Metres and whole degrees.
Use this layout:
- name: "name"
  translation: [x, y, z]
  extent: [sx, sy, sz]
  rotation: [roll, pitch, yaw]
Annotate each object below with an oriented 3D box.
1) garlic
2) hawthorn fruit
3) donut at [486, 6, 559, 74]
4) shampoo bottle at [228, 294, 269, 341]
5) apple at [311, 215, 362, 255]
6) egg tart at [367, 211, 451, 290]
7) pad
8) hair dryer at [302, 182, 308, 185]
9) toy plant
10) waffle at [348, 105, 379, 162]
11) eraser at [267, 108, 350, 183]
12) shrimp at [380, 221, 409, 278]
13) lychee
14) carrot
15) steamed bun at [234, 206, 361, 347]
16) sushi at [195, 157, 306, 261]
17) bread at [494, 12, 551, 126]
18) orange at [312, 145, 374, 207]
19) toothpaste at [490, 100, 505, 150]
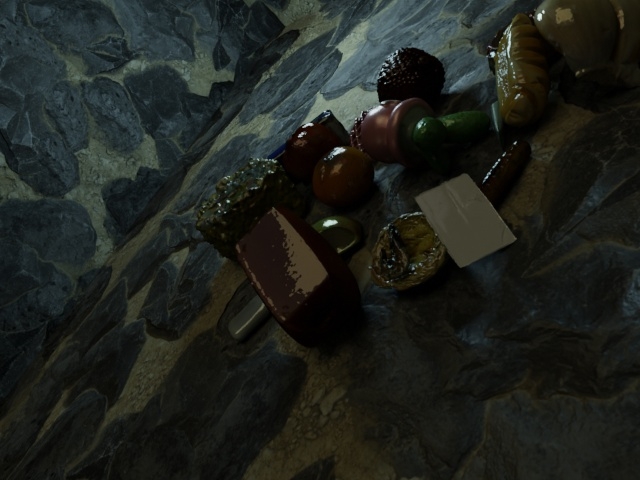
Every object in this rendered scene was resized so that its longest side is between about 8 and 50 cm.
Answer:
- name: "garlic"
  translation: [0.692, -0.531, 1.399]
  extent: [0.286, 0.249, 0.313]
  rotation: [-5, 46, 10]
- name: "hawthorn fruit"
  translation: [-0.003, -0.308, 2.000]
  extent: [0.224, 0.260, 0.224]
  rotation: [19, -90, -82]
- name: "donut"
  translation: [0.639, -0.615, 1.695]
  extent: [0.269, 0.103, 0.270]
  rotation: [-30, 35, 24]
- name: "shampoo bottle"
  translation: [-0.201, 0.221, 1.744]
  extent: [0.221, 0.051, 0.108]
  rotation: [-45, 28, 1]
- name: "apple"
  translation: [0.000, 0.000, 1.714]
  extent: [0.265, 0.120, 0.193]
  rotation: [-35, 20, 12]
- name: "egg tart"
  translation: [0.240, 0.033, 1.400]
  extent: [0.252, 0.098, 0.232]
  rotation: [-33, 41, 27]
- name: "pad"
  translation: [0.345, -0.054, 1.323]
  extent: [0.156, 0.004, 0.232]
  rotation: [-26, 59, -2]
- name: "hair dryer"
  translation: [-0.042, -0.256, 2.153]
  extent: [0.083, 0.047, 0.026]
  rotation: [-38, 33, -28]
- name: "toy plant"
  translation: [0.279, -0.315, 1.634]
  extent: [0.317, 0.211, 0.356]
  rotation: [-15, 24, -38]
- name: "waffle"
  translation: [0.171, -0.383, 1.972]
  extent: [0.234, 0.055, 0.221]
  rotation: [34, 104, 60]
- name: "eraser"
  translation: [-0.044, -0.363, 2.171]
  extent: [0.332, 0.155, 0.102]
  rotation: [-34, 28, 19]
- name: "shrimp"
  translation: [0.178, 0.026, 1.377]
  extent: [0.091, 0.034, 0.161]
  rotation: [-34, 46, 32]
- name: "lychee"
  translation: [0.309, -0.549, 1.905]
  extent: [0.236, 0.236, 0.271]
  rotation: [-56, 7, -19]
- name: "carrot"
  translation: [0.453, -0.151, 1.391]
  extent: [0.260, 0.070, 0.070]
  rotation: [-51, 31, -14]
- name: "steamed bun"
  translation: [-0.050, 0.102, 1.500]
  extent: [0.235, 0.248, 0.379]
  rotation: [-45, 57, 8]
- name: "sushi"
  translation: [-0.272, -0.116, 2.065]
  extent: [0.396, 0.240, 0.351]
  rotation: [-46, 29, -7]
- name: "bread"
  translation: [0.560, -0.455, 1.511]
  extent: [0.173, 0.121, 0.311]
  rotation: [102, 172, -67]
- name: "orange"
  translation: [0.070, -0.214, 1.830]
  extent: [0.224, 0.170, 0.224]
  rotation: [-31, 31, 21]
- name: "toothpaste"
  translation: [0.510, -0.341, 1.564]
  extent: [0.041, 0.064, 0.218]
  rotation: [-10, 39, 23]
